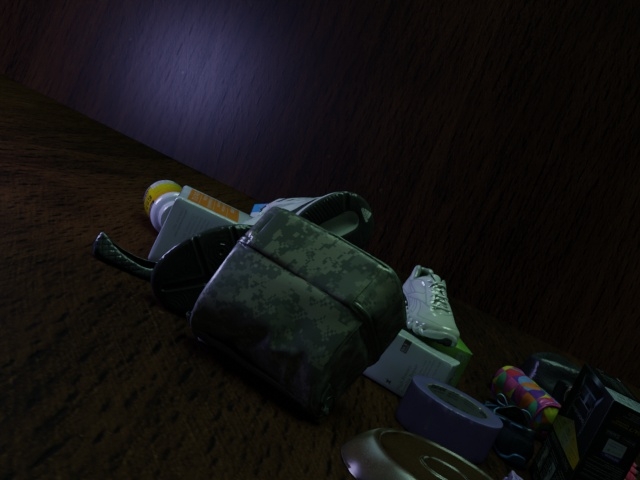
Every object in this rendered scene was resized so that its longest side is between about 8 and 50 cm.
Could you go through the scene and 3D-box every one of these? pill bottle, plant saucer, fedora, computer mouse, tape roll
[{"bbox_3d":[-0.387,-0.079,2.305,0.117,0.117,0.215,23,7,-23],"label":"pill bottle"},{"bbox_3d":[0.180,0.366,1.347,0.311,0.050,0.310,26,6,-3],"label":"plant saucer"},{"bbox_3d":[0.625,0.389,2.367,0.334,0.152,0.334,26,6,-3],"label":"fedora"},{"bbox_3d":[0.630,0.449,2.125,0.272,0.072,0.188,51,-4,-15],"label":"computer mouse"},{"bbox_3d":[0.240,0.333,1.673,0.189,0.080,0.189,25,8,-4],"label":"tape roll"}]

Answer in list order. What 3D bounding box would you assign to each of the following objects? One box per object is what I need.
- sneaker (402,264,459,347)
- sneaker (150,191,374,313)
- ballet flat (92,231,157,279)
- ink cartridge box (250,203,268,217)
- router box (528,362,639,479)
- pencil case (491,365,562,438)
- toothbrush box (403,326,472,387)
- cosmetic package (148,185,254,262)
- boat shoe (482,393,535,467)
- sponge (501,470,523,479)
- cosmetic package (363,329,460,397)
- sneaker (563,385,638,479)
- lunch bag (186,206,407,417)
[{"bbox_3d":[0.240,0.142,1.979,0.110,0.118,0.292,25,12,-20],"label":"sneaker"},{"bbox_3d":[-0.133,0.026,1.789,0.448,0.169,0.257,-20,8,-18],"label":"sneaker"},{"bbox_3d":[-0.369,0.038,1.774,0.173,0.049,0.057,24,8,-18],"label":"ballet flat"},{"bbox_3d":[-0.127,-0.018,2.403,0.140,0.082,0.190,-2,38,14],"label":"ink cartridge box"},{"bbox_3d":[0.473,0.368,1.590,0.081,0.242,0.309,27,7,6],"label":"router box"},{"bbox_3d":[0.494,0.386,2.133,0.104,0.104,0.236,24,7,-17],"label":"pencil case"},{"bbox_3d":[0.183,0.229,2.084,0.283,0.122,0.206,24,8,-9],"label":"toothbrush box"},{"bbox_3d":[-0.146,0.050,2.047,0.453,0.161,0.230,26,7,-9],"label":"cosmetic package"},{"bbox_3d":[0.396,0.382,1.838,0.109,0.089,0.258,25,7,-13],"label":"boat shoe"},{"bbox_3d":[0.301,0.414,1.238,0.117,0.031,0.210,43,16,-2],"label":"sponge"},{"bbox_3d":[0.161,0.249,1.863,0.231,0.117,0.085,28,6,20],"label":"cosmetic package"},{"bbox_3d":[0.580,0.413,1.917,0.112,0.120,0.299,20,27,-14],"label":"sneaker"},{"bbox_3d":[-0.043,0.125,1.508,0.305,0.256,0.212,31,-25,25],"label":"lunch bag"}]
